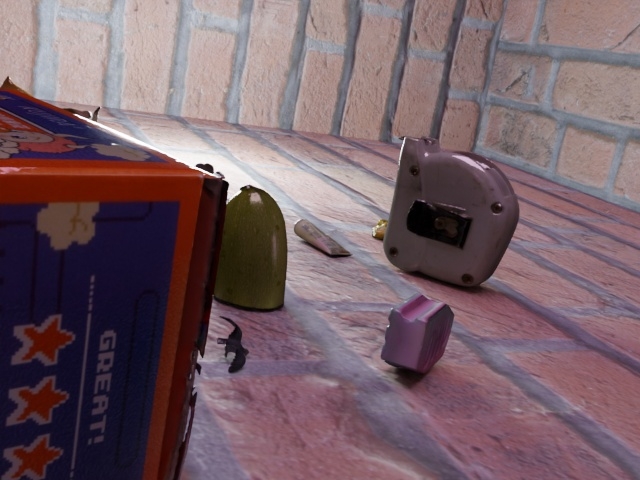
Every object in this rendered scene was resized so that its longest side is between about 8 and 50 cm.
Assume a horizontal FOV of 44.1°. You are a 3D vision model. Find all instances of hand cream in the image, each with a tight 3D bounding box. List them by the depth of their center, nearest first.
[{"bbox_3d":[0.000,0.000,1.616,0.061,0.039,0.143,5,23,-45],"label":"hand cream"}]

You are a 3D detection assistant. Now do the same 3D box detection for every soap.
[{"bbox_3d":[0.134,0.128,1.071,0.056,0.100,0.149,19,16,22],"label":"soap"}]

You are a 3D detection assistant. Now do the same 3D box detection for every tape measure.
[{"bbox_3d":[0.243,-0.055,1.527,0.265,0.258,0.130,18,14,28],"label":"tape measure"}]

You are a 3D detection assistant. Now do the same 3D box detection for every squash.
[{"bbox_3d":[-0.107,0.005,1.224,0.123,0.186,0.123,4,11,-1],"label":"squash"}]

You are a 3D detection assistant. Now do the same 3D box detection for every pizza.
[{"bbox_3d":[0.174,-0.027,1.820,0.160,0.035,0.099,0,17,-35],"label":"pizza"}]

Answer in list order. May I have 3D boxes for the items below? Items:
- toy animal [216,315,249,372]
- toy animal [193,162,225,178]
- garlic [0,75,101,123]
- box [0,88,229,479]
[{"bbox_3d":[-0.111,0.138,1.006,0.028,0.050,0.084,-19,54,6],"label":"toy animal"},{"bbox_3d":[-0.216,-0.049,1.462,0.272,0.160,0.197,-2,20,-18],"label":"toy animal"},{"bbox_3d":[-0.633,-0.250,1.828,0.338,0.196,0.151,21,34,29],"label":"garlic"},{"bbox_3d":[-0.296,0.052,0.631,0.257,0.318,0.349,-2,18,-43],"label":"box"}]
